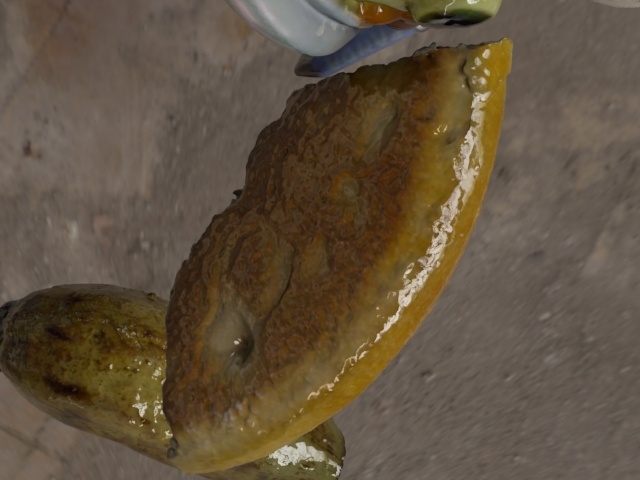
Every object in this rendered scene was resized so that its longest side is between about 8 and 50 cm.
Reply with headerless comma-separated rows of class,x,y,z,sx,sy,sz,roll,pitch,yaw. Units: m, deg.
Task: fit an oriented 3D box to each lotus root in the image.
lotus root,-0.101,0.097,1.173,0.258,0.097,0.110,22,53,-6

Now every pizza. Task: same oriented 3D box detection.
pizza,0.001,0.006,0.850,0.134,0.056,0.271,35,102,41

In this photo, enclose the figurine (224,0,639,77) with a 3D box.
figurine,0.058,-0.203,0.732,0.205,0.382,0.224,0,87,-30
